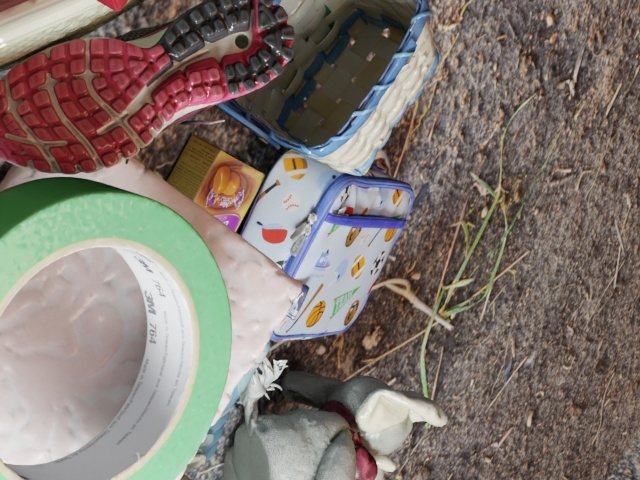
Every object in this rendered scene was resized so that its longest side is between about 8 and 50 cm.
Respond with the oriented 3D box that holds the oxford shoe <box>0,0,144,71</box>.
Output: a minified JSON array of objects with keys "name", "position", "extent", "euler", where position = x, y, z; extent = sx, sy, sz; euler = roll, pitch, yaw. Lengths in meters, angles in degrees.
[{"name":"oxford shoe","position":[-0.177,-0.293,1.405],"extent":[0.449,0.169,0.130],"euler":[-37,101,-22]}]

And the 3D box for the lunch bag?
[{"name":"lunch bag","position":[0.000,0.000,1.860],"extent":[0.243,0.115,0.303],"euler":[-62,160,10]}]

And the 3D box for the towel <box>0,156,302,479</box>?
[{"name":"towel","position":[-0.229,0.088,1.496],"extent":[0.332,0.317,0.053],"euler":[-56,-172,-11]}]

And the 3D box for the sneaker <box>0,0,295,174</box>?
[{"name":"sneaker","position":[-0.169,-0.139,1.406],"extent":[0.299,0.112,0.121],"euler":[-20,93,-17]}]

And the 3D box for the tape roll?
[{"name":"tape roll","position":[-0.226,0.107,1.346],"extent":[0.321,0.077,0.321],"euler":[-15,112,-41]}]

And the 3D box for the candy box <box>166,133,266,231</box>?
[{"name":"candy box","position":[-0.147,-0.017,1.726],"extent":[0.187,0.053,0.109],"euler":[-61,150,2]}]

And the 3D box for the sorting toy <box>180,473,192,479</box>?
[{"name":"sorting toy","position":[-0.275,0.288,1.661],"extent":[0.257,0.089,0.255],"euler":[-24,151,4]}]

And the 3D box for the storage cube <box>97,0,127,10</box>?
[{"name":"storage cube","position":[-0.204,-0.344,1.237],"extent":[0.184,0.215,0.193],"euler":[-52,154,-17]}]

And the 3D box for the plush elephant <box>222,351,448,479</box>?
[{"name":"plush elephant","position":[0.016,0.284,1.992],"extent":[0.255,0.272,0.330],"euler":[-8,102,-28]}]

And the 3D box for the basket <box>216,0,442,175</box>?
[{"name":"basket","position":[-0.006,-0.210,1.631],"extent":[0.255,0.201,0.289],"euler":[-54,154,-6]}]

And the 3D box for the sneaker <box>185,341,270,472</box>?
[{"name":"sneaker","position":[-0.192,0.185,1.754],"extent":[0.319,0.127,0.208],"euler":[14,101,-57]}]
